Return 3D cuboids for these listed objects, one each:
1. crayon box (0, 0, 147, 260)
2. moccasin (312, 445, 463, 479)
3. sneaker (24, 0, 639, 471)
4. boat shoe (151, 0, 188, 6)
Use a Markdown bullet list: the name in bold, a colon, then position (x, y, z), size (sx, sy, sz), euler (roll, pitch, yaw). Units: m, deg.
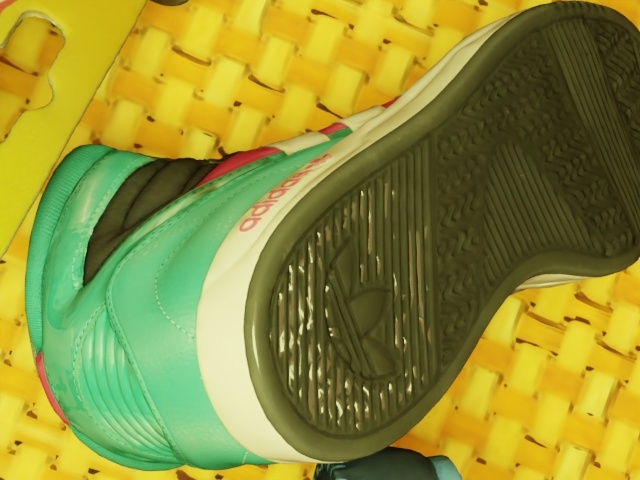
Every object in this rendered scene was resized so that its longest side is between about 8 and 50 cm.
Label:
- **crayon box**: position (-0.233, -0.086, 0.623), size (0.318, 0.202, 0.081), euler (26, 126, -5)
- **moccasin**: position (-0.023, 0.231, 0.584), size (0.117, 0.138, 0.342), euler (9, 82, -3)
- **sneaker**: position (0.000, 0.000, 0.690), size (0.295, 0.178, 0.123), euler (-31, 108, -50)
- **boat shoe**: position (-0.103, -0.168, 0.721), size (0.178, 0.064, 0.060), euler (41, 75, -9)
